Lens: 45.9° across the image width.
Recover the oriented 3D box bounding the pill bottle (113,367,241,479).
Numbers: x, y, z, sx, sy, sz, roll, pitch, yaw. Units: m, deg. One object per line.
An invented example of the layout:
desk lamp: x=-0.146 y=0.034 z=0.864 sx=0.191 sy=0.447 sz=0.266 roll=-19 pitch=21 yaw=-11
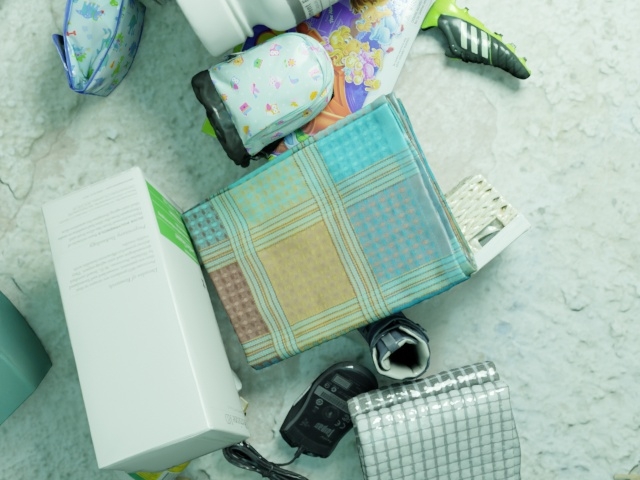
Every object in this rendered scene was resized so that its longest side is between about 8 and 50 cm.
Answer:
pill bottle: x=-0.219 y=0.272 z=1.149 sx=0.117 sy=0.117 sz=0.208 roll=41 pitch=96 yaw=-4

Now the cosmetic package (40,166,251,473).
cosmetic package: x=-0.236 y=0.115 z=1.030 sx=0.155 sy=0.197 sz=0.366 roll=-22 pitch=72 yaw=2

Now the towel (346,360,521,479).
towel: x=0.174 y=0.334 z=1.130 sx=0.235 sy=0.121 sz=0.284 roll=-14 pitch=113 yaw=-6

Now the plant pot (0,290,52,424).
plant pot: x=-0.533 y=0.162 z=1.122 sx=0.165 sy=0.166 sz=0.234 roll=-45 pitch=102 yaw=5

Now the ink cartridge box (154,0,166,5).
ink cartridge box: x=-0.280 y=-0.508 z=1.060 sx=0.289 sy=0.121 sz=0.211 roll=41 pitch=95 yaw=-4

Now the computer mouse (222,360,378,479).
computer mouse: x=-0.038 y=0.268 z=1.179 sx=0.184 sy=0.060 sz=0.262 roll=28 pitch=108 yaw=-7

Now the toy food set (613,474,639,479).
toy food set: x=0.498 y=0.437 z=1.207 sx=0.077 sy=0.019 sz=0.122 roll=0 pitch=96 yaw=1

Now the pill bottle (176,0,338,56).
pill bottle: x=-0.022 y=-0.394 z=0.949 sx=0.361 sy=0.204 sz=0.204 roll=-28 pitch=95 yaw=4

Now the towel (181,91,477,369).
towel: x=0.000 y=0.000 z=1.055 sx=0.370 sy=0.040 sz=0.272 roll=-27 pitch=86 yaw=21

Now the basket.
basket: x=0.215 y=-0.027 z=1.088 sx=0.113 sy=0.167 sz=0.103 roll=-40 pitch=90 yaw=5

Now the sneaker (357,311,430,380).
sneaker: x=0.077 y=0.108 z=1.106 sx=0.086 sy=0.163 sz=0.226 roll=-42 pitch=93 yaw=6

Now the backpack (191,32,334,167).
backpack: x=-0.067 y=-0.198 z=1.016 sx=0.182 sy=0.115 sz=0.152 roll=-27 pitch=95 yaw=4

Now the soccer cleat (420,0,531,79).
soccer cleat: x=0.229 y=-0.286 z=1.116 sx=0.179 sy=0.060 sz=0.072 roll=39 pitch=105 yaw=3

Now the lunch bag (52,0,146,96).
lunch bag: x=-0.316 y=-0.283 z=1.082 sx=0.096 sy=0.129 sz=0.151 roll=12 pitch=98 yaw=1

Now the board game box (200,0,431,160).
board game box: x=0.001 y=-0.272 z=1.105 sx=0.233 sy=0.078 sz=0.347 roll=23 pitch=96 yaw=-2

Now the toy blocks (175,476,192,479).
toy blocks: x=-0.202 y=0.462 z=1.202 sx=0.123 sy=0.054 sz=0.148 roll=11 pitch=97 yaw=-1
